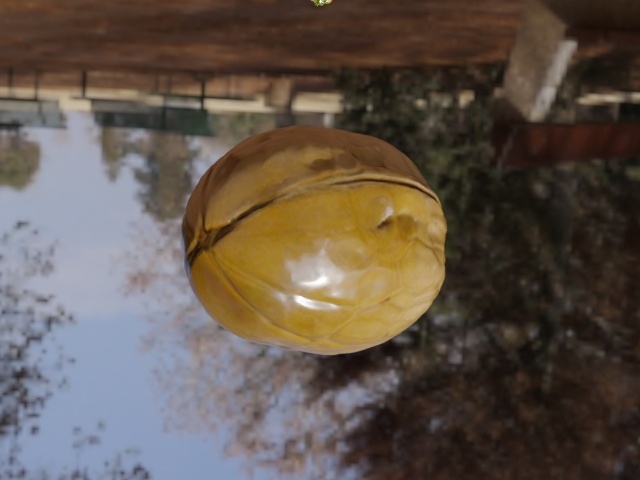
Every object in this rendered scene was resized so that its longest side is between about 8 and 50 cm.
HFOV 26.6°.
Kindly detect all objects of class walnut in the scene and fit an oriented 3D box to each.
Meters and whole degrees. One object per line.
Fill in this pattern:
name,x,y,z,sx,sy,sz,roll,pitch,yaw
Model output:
walnut,0.000,0.000,0.969,0.207,0.167,0.167,2,-173,-39

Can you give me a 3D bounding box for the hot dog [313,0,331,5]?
hot dog,-0.005,-0.295,1.493,0.037,0.083,0.021,8,160,-32
